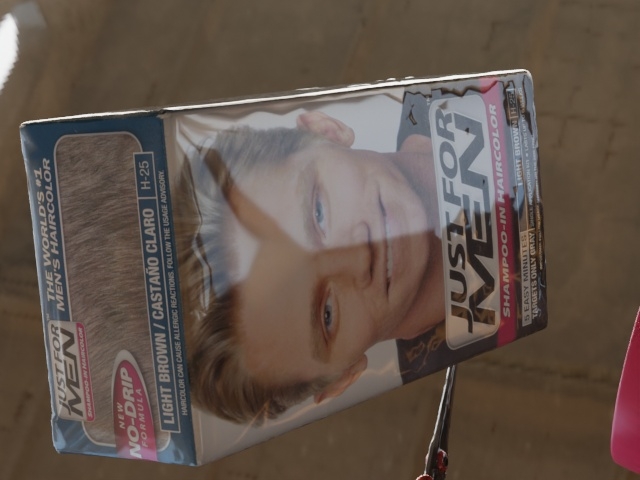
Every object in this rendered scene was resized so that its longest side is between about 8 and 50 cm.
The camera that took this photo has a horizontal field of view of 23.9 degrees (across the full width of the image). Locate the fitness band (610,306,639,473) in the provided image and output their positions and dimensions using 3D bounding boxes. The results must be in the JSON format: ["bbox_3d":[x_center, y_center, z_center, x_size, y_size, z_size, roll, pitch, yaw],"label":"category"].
[{"bbox_3d":[0.306,0.075,1.251,0.054,0.209,0.291,16,-156,21],"label":"fitness band"}]

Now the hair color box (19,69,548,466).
[{"bbox_3d":[0.000,0.000,0.859,0.105,0.174,0.347,0,-171,38],"label":"hair color box"}]

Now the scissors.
[{"bbox_3d":[0.086,0.188,1.136,0.021,0.109,0.297,-10,-146,28],"label":"scissors"}]
